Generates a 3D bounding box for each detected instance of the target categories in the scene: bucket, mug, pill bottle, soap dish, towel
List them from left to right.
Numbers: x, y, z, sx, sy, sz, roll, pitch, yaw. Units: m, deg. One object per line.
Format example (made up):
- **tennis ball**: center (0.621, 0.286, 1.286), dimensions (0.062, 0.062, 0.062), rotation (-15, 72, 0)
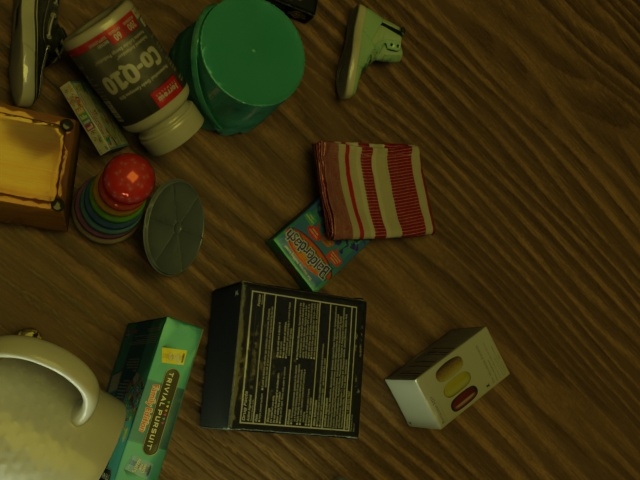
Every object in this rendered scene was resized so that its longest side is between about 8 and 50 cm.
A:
- **soap dish**: center (-0.603, -0.153, 1.506), dimensions (0.291, 0.118, 0.229), rotation (10, 77, -28)
- **mug**: center (-0.513, 0.287, 1.322), dimensions (0.328, 0.374, 0.276), rotation (35, 33, -18)
- **pill bottle**: center (-0.367, -0.321, 1.609), dimensions (0.161, 0.161, 0.283), rotation (-48, 120, -26)
- **bucket**: center (-0.180, -0.382, 1.733), dimensions (0.281, 0.183, 0.281), rotation (5, 80, -27)
- **towel**: center (0.135, -0.120, 1.908), dimensions (0.329, 0.037, 0.237), rotation (-3, 78, -37)

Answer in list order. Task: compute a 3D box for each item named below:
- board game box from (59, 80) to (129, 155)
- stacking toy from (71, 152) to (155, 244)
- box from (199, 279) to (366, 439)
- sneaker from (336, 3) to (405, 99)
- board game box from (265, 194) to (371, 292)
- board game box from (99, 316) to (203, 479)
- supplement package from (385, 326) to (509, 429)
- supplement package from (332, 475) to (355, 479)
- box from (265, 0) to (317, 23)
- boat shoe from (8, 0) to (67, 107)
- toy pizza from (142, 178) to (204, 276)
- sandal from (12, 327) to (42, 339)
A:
- **board game box**: center (-0.454, -0.249, 1.616), dimensions (0.026, 0.103, 0.154), rotation (-28, 97, 13)
- **stacking toy**: center (-0.379, -0.084, 1.487), dimensions (0.141, 0.330, 0.141), rotation (4, 80, -21)
- **box**: center (-0.079, 0.255, 1.683), dimensions (0.294, 0.183, 0.296), rotation (12, 75, -27)
- **sneaker**: center (0.130, -0.443, 1.956), dimensions (0.151, 0.094, 0.256), rotation (19, 71, -18)
- **board game box**: center (0.000, 0.000, 1.844), dimensions (0.210, 0.047, 0.160), rotation (-43, 102, -27)
- **board game box**: center (-0.341, 0.318, 1.492), dimensions (0.079, 0.254, 0.336), rotation (22, 72, -24)
- **supplement package**: center (0.302, 0.325, 1.904), dimensions (0.244, 0.134, 0.139), rotation (-31, 96, -28)
- **supplement package**: center (0.040, 0.664, 1.670), dimensions (0.263, 0.199, 0.198), rotation (-35, 99, -28)
- **box**: center (-0.105, -0.634, 1.890), dimensions (0.220, 0.051, 0.175), rotation (16, 75, -25)
- **boat shoe**: center (-0.550, -0.396, 1.578), dimensions (0.102, 0.108, 0.301), rotation (8, 64, -33)
- **toy pizza**: center (-0.306, -0.027, 1.646), dimensions (0.201, 0.032, 0.201), rotation (-25, 118, -60)
- **sandal**: center (-0.561, 0.251, 1.506), dimensions (0.072, 0.049, 0.180), rotation (1, 96, -21)
